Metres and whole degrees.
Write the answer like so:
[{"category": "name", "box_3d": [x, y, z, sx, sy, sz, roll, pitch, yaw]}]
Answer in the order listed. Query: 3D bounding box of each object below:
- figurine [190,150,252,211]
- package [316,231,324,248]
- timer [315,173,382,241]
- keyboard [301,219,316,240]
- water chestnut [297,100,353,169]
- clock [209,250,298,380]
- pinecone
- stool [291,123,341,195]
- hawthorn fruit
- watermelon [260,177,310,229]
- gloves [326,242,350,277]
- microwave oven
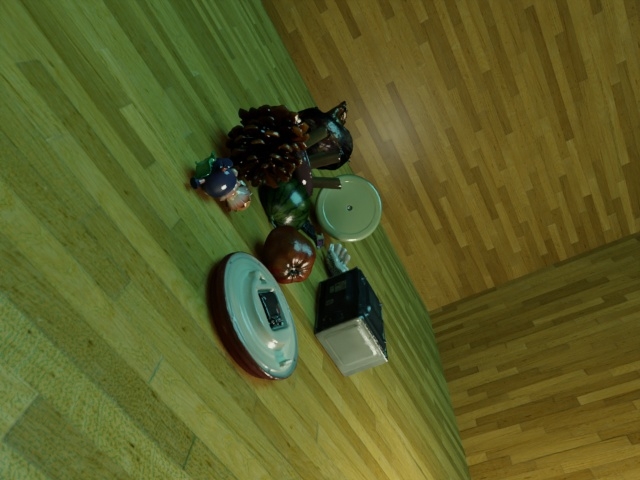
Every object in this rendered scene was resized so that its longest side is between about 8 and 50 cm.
[{"category": "figurine", "box_3d": [-0.240, -0.147, 1.123, 0.102, 0.111, 0.195, 51, 6, 37]}, {"category": "package", "box_3d": [0.000, 0.000, 1.811, 0.083, 0.029, 0.059, -33, 121, -72]}, {"category": "timer", "box_3d": [0.102, -0.133, 2.015, 0.290, 0.291, 0.315, 65, -8, -2]}, {"category": "keyboard", "box_3d": [-0.074, -0.075, 1.707, 0.231, 0.023, 0.072, 43, 29, -53]}, {"category": "water chestnut", "box_3d": [0.010, -0.487, 2.026, 0.335, 0.346, 0.335, 26, 2, -1]}, {"category": "clock", "box_3d": [-0.137, 0.170, 1.038, 0.318, 0.080, 0.318, 56, 19, -30]}, {"category": "pinecone", "box_3d": [-0.165, -0.278, 1.331, 0.264, 0.264, 0.264, 56, 18, -29]}, {"category": "stool", "box_3d": [-0.037, -0.302, 1.724, 0.272, 0.179, 0.271, 162, -90, -81]}, {"category": "hawthorn fruit", "box_3d": [-0.100, 0.023, 1.274, 0.162, 0.163, 0.203, 50, 7, -43]}, {"category": "watermelon", "box_3d": [-0.104, -0.129, 1.505, 0.204, 0.127, 0.232, 65, 21, -11]}, {"category": "gloves", "box_3d": [0.079, 0.115, 1.782, 0.119, 0.097, 0.229, 42, 32, -64]}, {"category": "microwave oven", "box_3d": [0.113, 0.265, 1.510, 0.237, 0.181, 0.295, 59, 17, -23]}]
